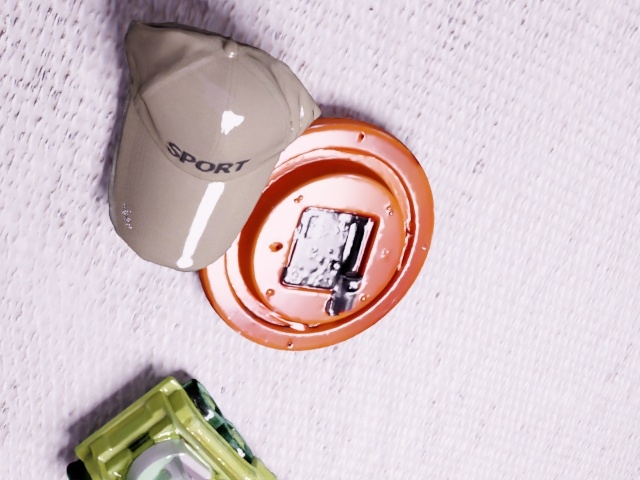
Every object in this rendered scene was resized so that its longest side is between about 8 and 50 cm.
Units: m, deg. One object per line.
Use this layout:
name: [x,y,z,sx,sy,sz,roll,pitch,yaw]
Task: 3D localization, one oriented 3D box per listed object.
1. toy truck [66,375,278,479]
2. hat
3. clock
toy truck: [-0.087,0.247,0.811,0.128,0.135,0.259,-37,128,-2]
hat: [-0.080,-0.055,0.654,0.147,0.085,0.175,16,105,-12]
clock: [0.000,0.000,0.770,0.205,0.051,0.205,-11,118,-20]
